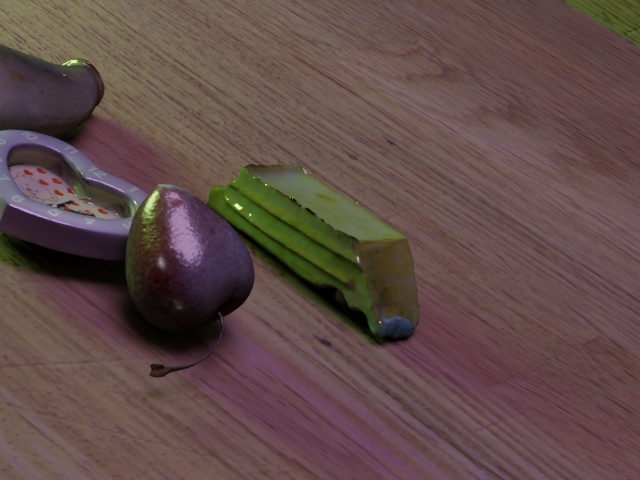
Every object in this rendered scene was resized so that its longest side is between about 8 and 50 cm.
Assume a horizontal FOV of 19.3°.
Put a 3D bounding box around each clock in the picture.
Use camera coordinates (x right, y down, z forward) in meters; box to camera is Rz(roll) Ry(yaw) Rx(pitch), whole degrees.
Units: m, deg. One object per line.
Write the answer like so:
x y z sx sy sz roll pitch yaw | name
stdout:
-0.263 -0.030 1.837 0.198 0.064 0.172 31 26 17 | clock

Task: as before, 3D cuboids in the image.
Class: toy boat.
0.003 -0.005 1.983 0.111 0.084 0.276 -5 36 -48 | toy boat

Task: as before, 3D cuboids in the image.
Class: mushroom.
-0.316 -0.153 2.008 0.118 0.103 0.270 44 22 27 | mushroom

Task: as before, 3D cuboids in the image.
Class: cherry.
-0.141 0.028 1.747 0.115 0.148 0.188 7 16 32 | cherry
